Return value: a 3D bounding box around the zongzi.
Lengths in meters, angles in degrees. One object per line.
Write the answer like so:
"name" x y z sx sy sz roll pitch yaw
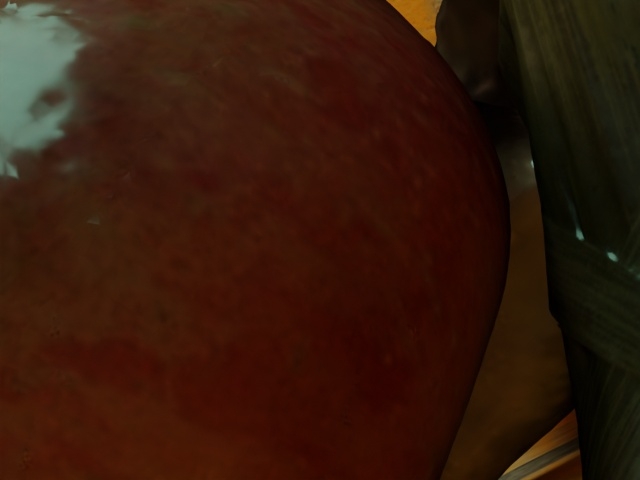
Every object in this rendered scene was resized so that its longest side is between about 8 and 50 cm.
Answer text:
"zongzi" 0.092 0.006 0.586 0.242 0.221 0.112 -32 -10 -33

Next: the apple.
"apple" -0.090 0.037 0.657 0.345 0.269 0.345 22 -90 -86

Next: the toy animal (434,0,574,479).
"toy animal" 0.096 -0.029 0.973 0.303 0.194 0.344 -42 9 23
